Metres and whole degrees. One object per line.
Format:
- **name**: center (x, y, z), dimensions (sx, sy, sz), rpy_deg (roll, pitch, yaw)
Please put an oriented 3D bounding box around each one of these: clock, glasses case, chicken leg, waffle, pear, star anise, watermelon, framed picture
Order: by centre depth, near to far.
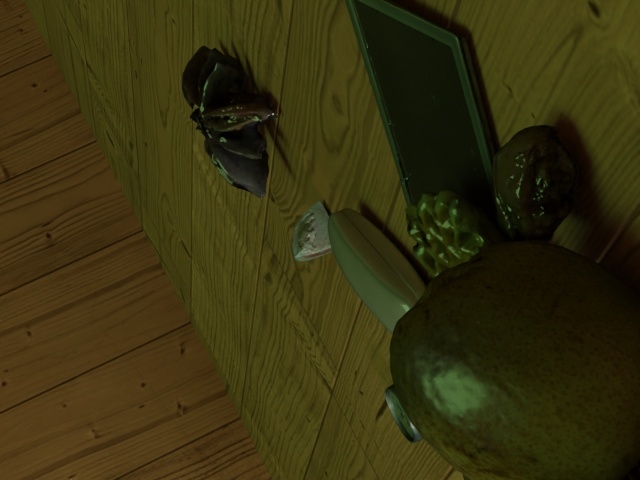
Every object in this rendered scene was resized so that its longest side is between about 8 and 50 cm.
- **pear**: center (0.163, 0.100, 1.337), dimensions (0.211, 0.188, 0.228), rpy_deg (32, 155, 0)
- **chicken leg**: center (0.170, -0.034, 1.394), dimensions (0.085, 0.069, 0.198), rpy_deg (64, 174, 11)
- **waffle**: center (0.156, 0.049, 1.549), dimensions (0.223, 0.054, 0.204), rpy_deg (59, 166, -1)
- **framed picture**: center (0.114, -0.096, 1.595), dimensions (0.232, 0.019, 0.296), rpy_deg (40, 153, 56)
- **glasses case**: center (0.072, 0.044, 1.942), dimensions (0.233, 0.059, 0.092), rpy_deg (50, 159, 51)
- **watermelon**: center (0.000, 0.000, 2.168), dimensions (0.061, 0.085, 0.085), rpy_deg (7, 129, 34)
- **clock**: center (0.112, 0.230, 2.234), dimensions (0.085, 0.017, 0.085), rpy_deg (59, 166, 24)
- **star anise**: center (-0.118, -0.164, 2.268), dimensions (0.236, 0.093, 0.229), rpy_deg (159, 91, -73)

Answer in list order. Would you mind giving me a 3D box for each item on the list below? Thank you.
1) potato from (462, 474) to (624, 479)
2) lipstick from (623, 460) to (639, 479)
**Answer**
- **potato**: center (0.209, 0.245, 1.511), dimensions (0.296, 0.141, 0.191), rpy_deg (-91, -22, -73)
- **lipstick**: center (0.268, 0.180, 1.494), dimensions (0.176, 0.027, 0.027), rpy_deg (66, 167, 1)
